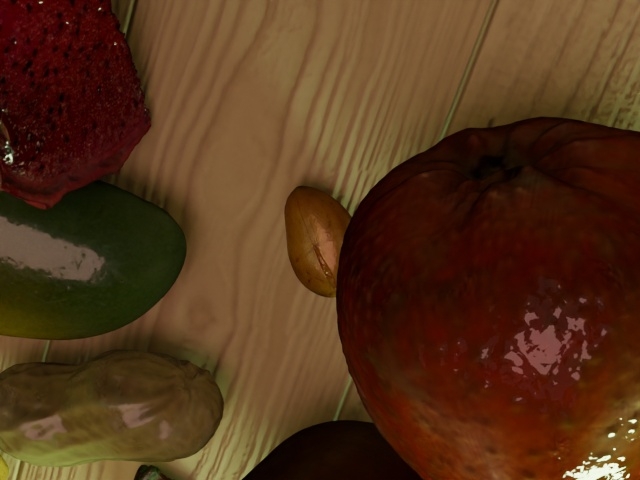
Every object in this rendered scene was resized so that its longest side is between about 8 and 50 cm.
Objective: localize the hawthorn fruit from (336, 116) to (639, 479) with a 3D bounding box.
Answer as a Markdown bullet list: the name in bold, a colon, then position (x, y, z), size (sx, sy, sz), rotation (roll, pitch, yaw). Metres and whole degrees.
- **hawthorn fruit**: position (0.141, 0.056, 0.953), size (0.275, 0.275, 0.300), rotation (8, 136, 11)

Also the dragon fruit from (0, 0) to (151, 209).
- **dragon fruit**: position (-0.226, -0.126, 0.974), size (0.126, 0.161, 0.274), rotation (16, 149, 19)

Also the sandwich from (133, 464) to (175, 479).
- **sandwich**: position (-0.130, 0.238, 1.240), size (0.069, 0.026, 0.101), rotation (0, 114, 16)

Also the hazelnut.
- **hazelnut**: position (0.008, 0.266, 1.110), size (0.217, 0.217, 0.252), rotation (15, 107, 8)

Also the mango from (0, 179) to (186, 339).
- **mango**: position (-0.230, 0.002, 1.112), size (0.251, 0.114, 0.156), rotation (11, 108, -4)

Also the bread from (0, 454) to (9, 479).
- **bread**: position (-0.342, 0.186, 1.220), size (0.149, 0.073, 0.122), rotation (20, 155, 25)

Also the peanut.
- **peanut**: position (-0.184, 0.138, 1.168), size (0.214, 0.090, 0.098), rotation (-8, 156, 18)

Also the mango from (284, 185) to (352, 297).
- **mango**: position (0.000, 0.000, 1.081), size (0.060, 0.046, 0.089), rotation (-20, 104, 23)
